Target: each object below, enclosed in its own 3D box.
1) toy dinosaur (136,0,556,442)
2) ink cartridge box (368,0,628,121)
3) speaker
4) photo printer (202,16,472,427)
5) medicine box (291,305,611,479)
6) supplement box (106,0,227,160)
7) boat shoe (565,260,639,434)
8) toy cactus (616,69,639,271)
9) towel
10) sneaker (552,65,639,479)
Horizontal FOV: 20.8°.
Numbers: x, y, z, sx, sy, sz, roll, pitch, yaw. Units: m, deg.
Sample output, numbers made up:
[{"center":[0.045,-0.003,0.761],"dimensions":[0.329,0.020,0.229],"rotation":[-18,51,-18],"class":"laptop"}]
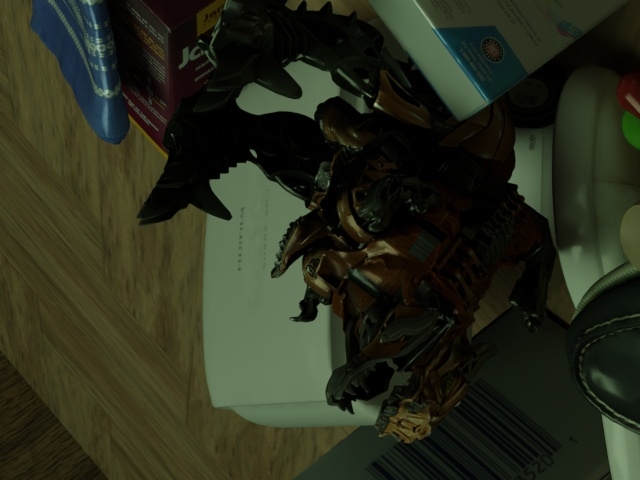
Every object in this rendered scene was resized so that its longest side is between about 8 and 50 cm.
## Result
[{"center":[0.028,-0.044,0.954],"dimensions":[0.218,0.322,0.164],"rotation":[19,122,-10],"class":"toy dinosaur"},{"center":[0.098,-0.133,0.898],"dimensions":[0.088,0.122,0.052],"rotation":[54,164,-1],"class":"ink cartridge box"},{"center":[0.128,-0.046,1.072],"dimensions":[0.055,0.055,0.136],"rotation":[41,157,29],"class":"speaker"},{"center":[0.000,0.000,1.194],"dimensions":[0.307,0.107,0.256],"rotation":[164,109,-69],"class":"photo printer"},{"center":[0.111,0.238,1.268],"dimensions":[0.149,0.263,0.289],"rotation":[40,156,33],"class":"medicine box"},{"center":[-0.098,-0.156,1.308],"dimensions":[0.081,0.104,0.188],"rotation":[46,159,19],"class":"supplement box"},{"center":[0.240,0.083,0.802],"dimensions":[0.340,0.113,0.127],"rotation":[9,131,40],"class":"boat shoe"},{"center":[0.205,-0.035,0.767],"dimensions":[0.219,0.180,0.112],"rotation":[29,129,39],"class":"toy cactus"},{"center":[-0.206,-0.260,1.278],"dimensions":[0.243,0.040,0.336],"rotation":[-124,21,-55],"class":"towel"},{"center":[0.212,0.029,0.997],"dimensions":[0.123,0.106,0.290],"rotation":[-5,118,26],"class":"sneaker"}]
